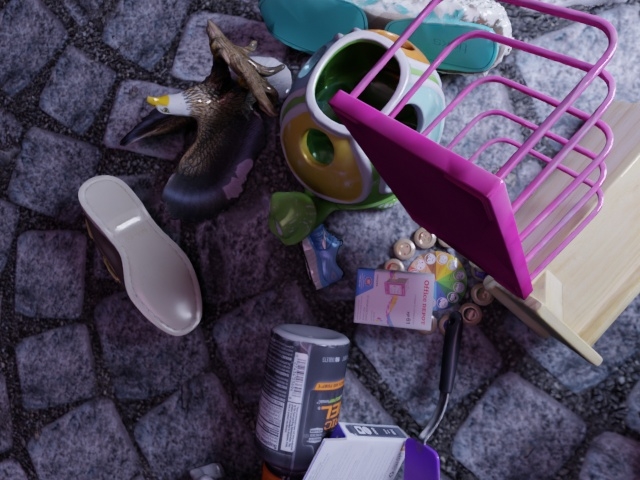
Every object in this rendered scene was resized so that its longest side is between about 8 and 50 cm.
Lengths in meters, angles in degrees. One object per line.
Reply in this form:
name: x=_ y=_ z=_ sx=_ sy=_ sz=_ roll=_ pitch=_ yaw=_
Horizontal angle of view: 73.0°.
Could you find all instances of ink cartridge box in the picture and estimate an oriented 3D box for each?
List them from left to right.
ink cartridge box: x=0.022 y=0.372 z=0.644 sx=0.045 sy=0.208 sz=0.206 roll=29 pitch=94 yaw=49
ink cartridge box: x=0.119 y=0.092 z=0.694 sx=0.122 sy=0.052 sz=0.089 roll=4 pitch=87 yaw=11

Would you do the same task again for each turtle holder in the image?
turtle holder: x=0.032 y=-0.164 z=0.642 sx=0.320 sy=0.227 sz=0.243 roll=-29 pitch=80 yaw=4

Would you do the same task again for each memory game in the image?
memory game: x=0.193 y=0.066 z=0.714 sx=0.186 sy=0.012 sz=0.186 roll=-1 pitch=87 yaw=12

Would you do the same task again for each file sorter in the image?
file sorter: x=0.192 y=-0.098 z=0.491 sx=0.182 sy=0.290 sz=0.202 roll=-48 pitch=53 yaw=2

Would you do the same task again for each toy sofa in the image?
toy sofa: x=0.406 y=-0.026 z=0.617 sx=0.150 sy=0.177 sz=0.362 roll=37 pitch=95 yaw=-20

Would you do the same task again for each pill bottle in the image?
pill bottle: x=-0.033 y=0.266 z=0.689 sx=0.130 sy=0.130 sz=0.246 roll=9 pitch=89 yaw=12

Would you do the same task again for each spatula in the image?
spatula: x=0.178 y=0.252 z=0.658 sx=0.030 sy=0.084 sz=0.296 roll=23 pitch=76 yaw=-21

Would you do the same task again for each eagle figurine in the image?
eagle figurine: x=-0.201 y=-0.208 z=0.745 sx=0.298 sy=0.225 sz=0.226 roll=-45 pitch=33 yaw=41

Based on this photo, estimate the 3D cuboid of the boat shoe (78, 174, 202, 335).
boat shoe: x=-0.324 y=0.036 z=0.782 sx=0.116 sy=0.097 sz=0.324 roll=-33 pitch=82 yaw=-33

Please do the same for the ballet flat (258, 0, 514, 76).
ballet flat: x=0.106 y=-0.366 z=0.716 sx=0.409 sy=0.147 sz=0.147 roll=16 pitch=90 yaw=9

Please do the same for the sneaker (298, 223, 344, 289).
sneaker: x=0.000 y=0.000 z=0.744 sx=0.073 sy=0.063 sz=0.162 roll=-12 pitch=82 yaw=-12

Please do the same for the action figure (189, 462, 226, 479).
action figure: x=-0.203 y=0.474 z=0.569 sx=0.178 sy=0.330 sz=0.341 roll=27 pitch=67 yaw=-3
